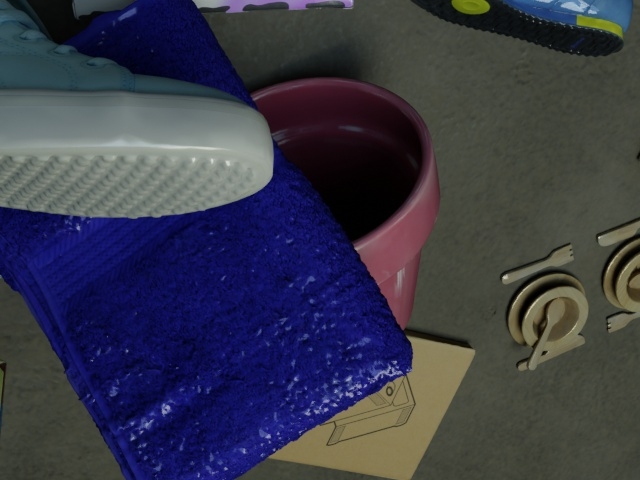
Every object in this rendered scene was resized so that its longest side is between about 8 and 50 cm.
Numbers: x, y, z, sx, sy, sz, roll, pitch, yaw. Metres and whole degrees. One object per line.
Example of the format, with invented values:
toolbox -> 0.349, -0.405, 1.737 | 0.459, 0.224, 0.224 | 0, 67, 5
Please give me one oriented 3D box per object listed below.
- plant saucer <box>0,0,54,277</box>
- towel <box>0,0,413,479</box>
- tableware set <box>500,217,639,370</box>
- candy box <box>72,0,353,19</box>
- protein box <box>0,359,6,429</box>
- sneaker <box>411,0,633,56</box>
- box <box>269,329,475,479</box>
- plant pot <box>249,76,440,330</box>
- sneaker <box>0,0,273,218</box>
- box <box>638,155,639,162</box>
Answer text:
plant saucer -> -0.339, -0.083, 0.738 | 0.317, 0.044, 0.318 | -9, 120, -16
towel -> -0.108, 0.012, 0.684 | 0.227, 0.076, 0.308 | -35, 85, 17
tableware set -> 0.283, 0.058, 1.039 | 0.194, 0.039, 0.128 | -22, 122, -7
candy box -> -0.078, -0.242, 0.697 | 0.196, 0.070, 0.165 | -2, 124, -2
protein box -> -0.377, 0.172, 0.780 | 0.200, 0.136, 0.201 | 25, 122, -29
sneaker -> 0.159, -0.215, 0.842 | 0.209, 0.069, 0.082 | 11, 80, -15
box -> 0.035, 0.154, 1.014 | 0.201, 0.021, 0.164 | 15, 111, -25
plant pot -> 0.000, 0.000, 0.828 | 0.201, 0.201, 0.180 | -23, 138, -7
sneaker -> -0.203, -0.103, 0.606 | 0.366, 0.135, 0.150 | 5, 77, 6
box -> 0.418, -0.158, 0.938 | 0.113, 0.094, 0.275 | 17, 110, -27
